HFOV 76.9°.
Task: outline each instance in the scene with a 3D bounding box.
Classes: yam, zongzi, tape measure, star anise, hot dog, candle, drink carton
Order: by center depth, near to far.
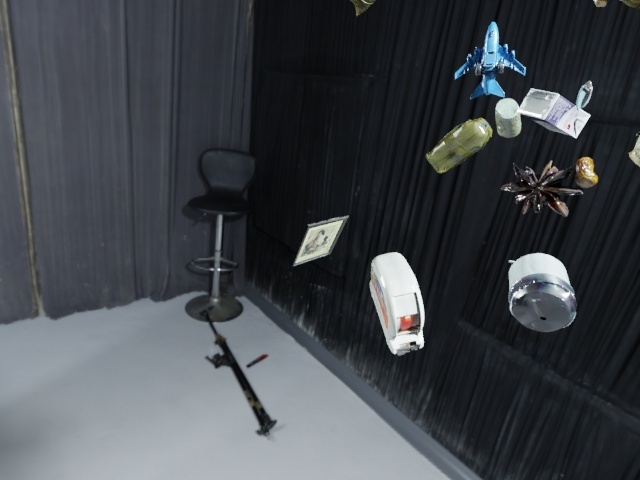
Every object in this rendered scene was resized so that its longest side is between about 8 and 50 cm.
[{"bbox_3d":[0.247,0.191,1.289,0.130,0.265,0.258,-10,46,-3],"label":"tape measure"},{"bbox_3d":[0.120,-0.865,1.461,0.189,0.081,0.178,-32,0,-31],"label":"zongzi"},{"bbox_3d":[0.968,-0.245,1.475,0.065,0.099,0.147,-14,-21,30],"label":"hot dog"},{"bbox_3d":[0.844,0.179,1.553,0.221,0.221,0.342,14,32,18],"label":"candle"},{"bbox_3d":[0.854,-0.202,1.556,0.129,0.213,0.282,-7,10,-42],"label":"star anise"},{"bbox_3d":[0.904,-0.490,1.561,0.222,0.102,0.134,16,19,-27],"label":"drink carton"},{"bbox_3d":[0.577,-0.395,1.614,0.125,0.250,0.274,56,39,2],"label":"zongzi"},{"bbox_3d":[0.876,-0.571,1.884,0.107,0.107,0.194,21,-7,32],"label":"yam"}]

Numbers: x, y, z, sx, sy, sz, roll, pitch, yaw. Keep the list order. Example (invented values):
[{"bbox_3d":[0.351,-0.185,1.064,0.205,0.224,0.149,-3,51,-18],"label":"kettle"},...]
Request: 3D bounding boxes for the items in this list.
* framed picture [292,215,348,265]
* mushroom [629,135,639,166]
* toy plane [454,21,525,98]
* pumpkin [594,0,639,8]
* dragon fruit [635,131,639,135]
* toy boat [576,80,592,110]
[{"bbox_3d":[0.000,0.000,1.436,0.199,0.195,0.010,-16,53,-41],"label":"framed picture"},{"bbox_3d":[1.036,-0.380,1.201,0.109,0.351,0.097,21,-1,19],"label":"mushroom"},{"bbox_3d":[0.649,-0.688,1.544,0.254,0.271,0.105,4,20,21],"label":"toy plane"},{"bbox_3d":[0.655,-0.596,0.853,0.260,0.189,0.260,18,38,-14],"label":"pumpkin"},{"bbox_3d":[1.266,-0.417,1.460,0.137,0.135,0.236,-6,4,-29],"label":"dragon fruit"},{"bbox_3d":[0.849,-0.473,1.312,0.034,0.096,0.122,26,26,36],"label":"toy boat"}]
